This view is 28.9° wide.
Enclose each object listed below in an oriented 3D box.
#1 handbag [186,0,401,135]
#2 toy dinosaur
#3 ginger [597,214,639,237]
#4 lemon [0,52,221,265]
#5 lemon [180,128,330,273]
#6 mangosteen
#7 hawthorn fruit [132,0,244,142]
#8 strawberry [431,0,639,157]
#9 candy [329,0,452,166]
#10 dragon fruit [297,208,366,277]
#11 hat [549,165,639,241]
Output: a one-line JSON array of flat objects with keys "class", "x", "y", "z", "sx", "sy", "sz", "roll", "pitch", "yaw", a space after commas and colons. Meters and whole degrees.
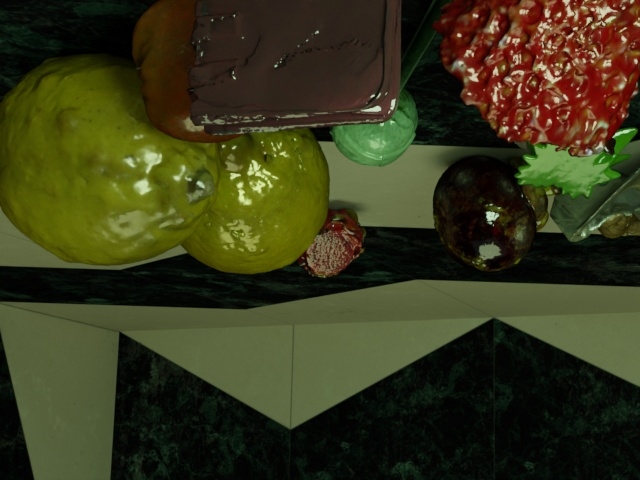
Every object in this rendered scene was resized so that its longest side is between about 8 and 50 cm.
[{"class": "handbag", "x": -0.026, "y": -0.205, "z": 1.218, "sx": 0.216, "sy": 0.203, "sz": 0.074, "roll": -4, "pitch": 162, "yaw": 14}, {"class": "toy dinosaur", "x": 0.328, "y": -0.148, "z": 1.642, "sx": 0.152, "sy": 0.177, "sz": 0.194, "roll": 8, "pitch": 138, "yaw": -8}, {"class": "ginger", "x": 0.534, "y": -0.039, "z": 2.299, "sx": 0.193, "sy": 0.053, "sz": 0.176, "roll": 4, "pitch": 173, "yaw": -7}, {"class": "lemon", "x": -0.270, "y": -0.097, "z": 1.553, "sx": 0.285, "sy": 0.316, "sz": 0.285, "roll": -17, "pitch": 138, "yaw": -16}, {"class": "lemon", "x": -0.107, "y": -0.077, "z": 1.757, "sx": 0.245, "sy": 0.245, "sz": 0.320, "roll": 1, "pitch": 162, "yaw": 2}, {"class": "mangosteen", "x": 0.290, "y": -0.052, "z": 1.994, "sx": 0.217, "sy": 0.192, "sz": 0.192, "roll": -18, "pitch": 170, "yaw": -8}, {"class": "hawthorn fruit", "x": -0.120, "y": -0.195, "z": 1.383, "sx": 0.189, "sy": 0.189, "sz": 0.189, "roll": 2, "pitch": 168, "yaw": 0}, {"class": "strawberry", "x": 0.242, "y": -0.208, "z": 1.214, "sx": 0.233, "sy": 0.234, "sz": 0.178, "roll": 6, "pitch": 147, "yaw": -21}, {"class": "candy", "x": 0.103, "y": -0.205, "z": 1.492, "sx": 0.119, "sy": 0.119, "sz": 0.440, "roll": 4, "pitch": 161, "yaw": -12}, {"class": "dragon fruit", "x": 0.000, "y": 0.000, "z": 2.399, "sx": 0.133, "sy": 0.150, "sz": 0.207, "roll": 42, "pitch": 156, "yaw": -25}, {"class": "hat", "x": 0.488, "y": -0.097, "z": 1.998, "sx": 0.214, "sy": 0.149, "sz": 0.245, "roll": -6, "pitch": 136, "yaw": -34}]
